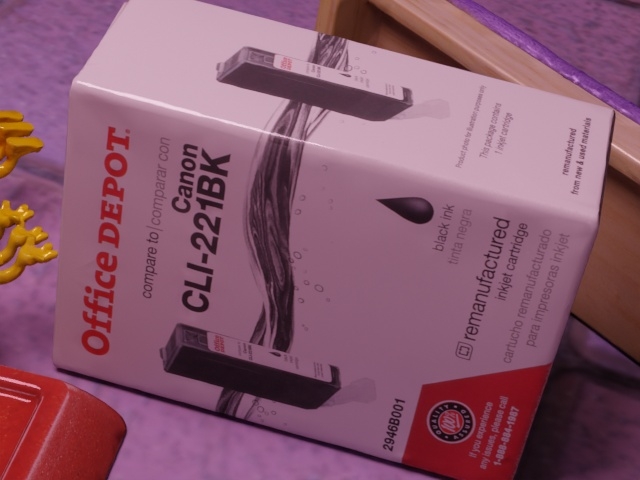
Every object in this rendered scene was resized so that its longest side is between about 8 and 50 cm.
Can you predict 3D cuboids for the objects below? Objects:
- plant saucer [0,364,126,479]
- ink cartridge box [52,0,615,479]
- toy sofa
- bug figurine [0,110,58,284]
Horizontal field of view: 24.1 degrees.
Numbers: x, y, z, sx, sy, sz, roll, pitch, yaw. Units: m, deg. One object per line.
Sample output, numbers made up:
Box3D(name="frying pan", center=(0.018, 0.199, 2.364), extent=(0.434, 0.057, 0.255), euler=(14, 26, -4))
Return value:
Box3D(name="plant saucer", center=(-0.248, 0.125, 0.716), extent=(0.258, 0.048, 0.259), euler=(14, 36, 3))
Box3D(name="ink cartridge box", center=(0.000, 0.000, 0.818), extent=(0.272, 0.197, 0.114), euler=(15, 37, 6))
Box3D(name="toy sofa", center=(0.166, -0.048, 0.964), extent=(0.177, 0.150, 0.362), euler=(-24, 49, -36))
Box3D(name="bug figurine", center=(-0.280, -0.020, 0.825), extent=(0.279, 0.072, 0.216), euler=(2, 32, -35))
